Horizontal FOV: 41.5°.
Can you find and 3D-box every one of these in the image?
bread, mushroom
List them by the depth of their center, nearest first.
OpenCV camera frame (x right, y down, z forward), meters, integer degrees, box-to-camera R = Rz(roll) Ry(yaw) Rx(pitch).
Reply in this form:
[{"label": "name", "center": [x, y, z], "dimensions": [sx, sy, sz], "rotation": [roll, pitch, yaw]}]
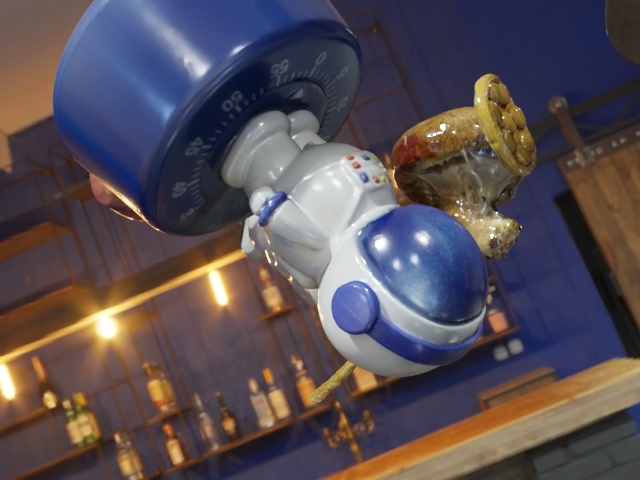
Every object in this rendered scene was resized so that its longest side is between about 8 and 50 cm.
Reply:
[{"label": "bread", "center": [0.176, -0.111, 0.812], "dimensions": [0.024, 0.110, 0.110], "rotation": [-25, -8, 31]}, {"label": "mushroom", "center": [0.250, -0.121, 1.519], "dimensions": [0.267, 0.267, 0.254], "rotation": [-27, 27, 23]}]

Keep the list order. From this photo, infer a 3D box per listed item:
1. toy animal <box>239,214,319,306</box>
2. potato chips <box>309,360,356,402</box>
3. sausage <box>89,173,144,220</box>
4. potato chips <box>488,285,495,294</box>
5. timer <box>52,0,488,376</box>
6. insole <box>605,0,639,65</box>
[{"label": "toy animal", "center": [0.000, 0.000, 1.405], "dimensions": [0.193, 0.258, 0.357], "rotation": [-13, 21, -19]}, {"label": "potato chips", "center": [0.053, 0.158, 1.193], "dimensions": [0.204, 0.037, 0.026], "rotation": [-54, -19, 19]}, {"label": "sausage", "center": [-0.255, -0.102, 1.298], "dimensions": [0.152, 0.152, 0.279], "rotation": [-25, -2, 10]}, {"label": "potato chips", "center": [0.232, 0.084, 1.624], "dimensions": [0.201, 0.049, 0.150], "rotation": [7, 10, 1]}, {"label": "timer", "center": [-0.011, -0.047, 0.712], "dimensions": [0.270, 0.383, 0.270], "rotation": [-38, -20, -17]}, {"label": "insole", "center": [0.280, -0.293, 0.701], "dimensions": [0.111, 0.328, 0.007], "rotation": [26, 50, 39]}]
